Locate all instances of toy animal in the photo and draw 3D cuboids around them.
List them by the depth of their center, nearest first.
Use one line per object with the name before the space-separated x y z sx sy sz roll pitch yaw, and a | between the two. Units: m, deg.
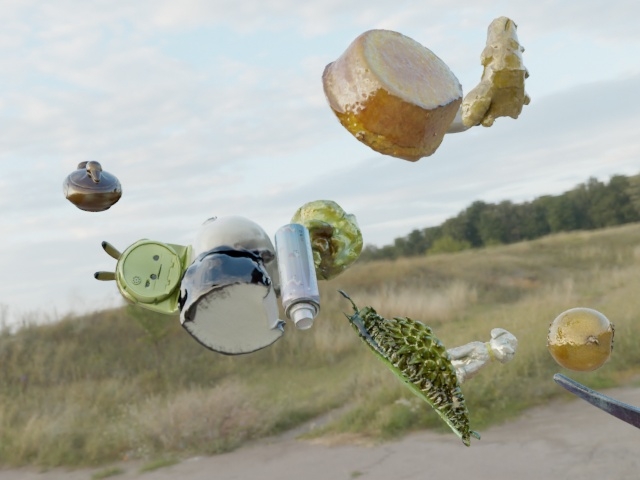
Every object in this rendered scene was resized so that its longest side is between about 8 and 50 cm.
toy animal | -0.198 0.081 1.756 0.250 0.251 0.310 -10 32 -3
toy animal | 0.434 0.307 2.125 0.185 0.104 0.184 -29 -14 -5

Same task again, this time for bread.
bread | 0.153 -0.309 1.661 0.312 0.312 0.172 -7 -35 -42

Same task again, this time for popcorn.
popcorn | 0.000 0.000 1.815 0.197 0.198 0.212 -10 0 4

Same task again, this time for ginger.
ginger | 0.331 -0.294 1.425 0.115 0.206 0.081 18 8 12

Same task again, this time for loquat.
loquat | 0.547 0.209 1.663 0.141 0.141 0.141 -10 -3 -1

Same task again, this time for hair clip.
hair clip | 0.693 0.388 1.897 0.275 0.048 0.083 26 19 12

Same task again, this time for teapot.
teapot | -0.387 -0.100 1.340 0.098 0.078 0.129 -1 25 -22

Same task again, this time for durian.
durian | 0.172 0.214 1.446 0.106 0.375 0.132 -39 -26 -7

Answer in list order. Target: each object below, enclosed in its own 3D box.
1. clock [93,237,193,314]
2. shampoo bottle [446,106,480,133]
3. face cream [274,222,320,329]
clock | -0.409 0.074 1.858 0.231 0.170 0.069 13 -19 -12
shampoo bottle | 0.316 -0.329 2.151 0.256 0.078 0.127 -2 23 -12
face cream | -0.044 0.071 1.528 0.075 0.229 0.075 -5 -44 -5
